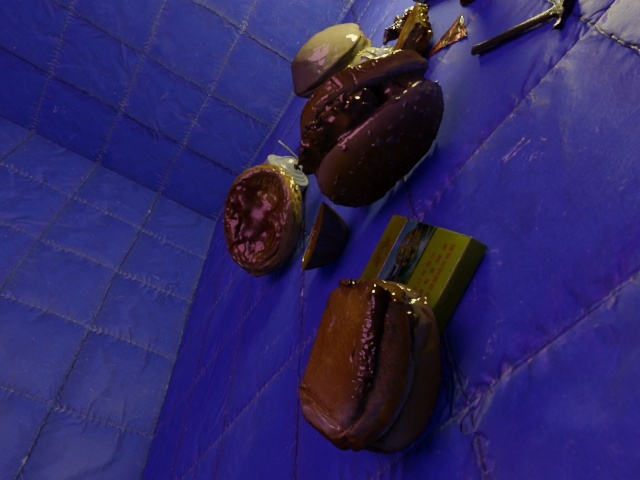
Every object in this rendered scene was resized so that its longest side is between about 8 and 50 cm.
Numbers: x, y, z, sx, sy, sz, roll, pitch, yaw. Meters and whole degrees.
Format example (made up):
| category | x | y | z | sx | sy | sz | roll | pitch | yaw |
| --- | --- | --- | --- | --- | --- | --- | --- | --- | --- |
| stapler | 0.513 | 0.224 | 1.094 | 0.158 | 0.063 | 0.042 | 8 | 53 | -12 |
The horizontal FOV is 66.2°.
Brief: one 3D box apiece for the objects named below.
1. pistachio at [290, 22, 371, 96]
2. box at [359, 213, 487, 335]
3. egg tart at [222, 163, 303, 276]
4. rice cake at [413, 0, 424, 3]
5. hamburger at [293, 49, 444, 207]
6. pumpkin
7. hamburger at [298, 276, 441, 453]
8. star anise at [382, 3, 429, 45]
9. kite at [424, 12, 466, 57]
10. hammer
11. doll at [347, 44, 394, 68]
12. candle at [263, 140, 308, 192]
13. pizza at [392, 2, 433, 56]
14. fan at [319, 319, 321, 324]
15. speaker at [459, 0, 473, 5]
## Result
| category | x | y | z | sx | sy | sz | roll | pitch | yaw |
| --- | --- | --- | --- | --- | --- | --- | --- | --- | --- |
| pistachio | 0.042 | -0.814 | 2.263 | 0.445 | 0.281 | 0.365 | -19 | 37 | 45 |
| box | 0.191 | 0.054 | 1.015 | 0.187 | 0.047 | 0.335 | -63 | 18 | 2 |
| egg tart | -0.207 | -0.076 | 1.915 | 0.443 | 0.178 | 0.443 | -3 | 86 | 41 |
| rice cake | 0.411 | -0.886 | 1.684 | 0.073 | 0.056 | 0.365 | -56 | 19 | 4 |
| hamburger | 0.087 | -0.264 | 1.257 | 0.445 | 0.287 | 0.268 | -45 | 62 | 41 |
| pumpkin | 0.018 | 0.000 | 1.471 | 0.217 | 0.110 | 0.217 | -164 | 90 | -77 |
| hamburger | 0.080 | 0.206 | 0.861 | 0.304 | 0.174 | 0.284 | -178 | 99 | -68 |
| star anise | 0.311 | -0.798 | 1.777 | 0.172 | 0.063 | 0.208 | -24 | 24 | 42 |
| kite | 0.392 | -0.622 | 1.455 | 0.125 | 0.008 | 0.222 | -64 | 19 | -4 |
| hammer | 0.440 | -0.473 | 1.104 | 0.125 | 0.027 | 0.297 | -66 | 19 | -8 |
| doll | 0.201 | -0.681 | 1.863 | 0.141 | 0.117 | 0.296 | -48 | 17 | -11 |
| candle | -0.184 | -0.233 | 2.117 | 0.342 | 0.221 | 0.221 | -50 | 22 | 25 |
| pizza | 0.285 | -0.634 | 1.639 | 0.258 | 0.087 | 0.268 | -56 | 15 | 40 |
| fan | 0.054 | 0.195 | 1.240 | 0.152 | 0.008 | 0.226 | -61 | 18 | 5 |
| speaker | 0.379 | -0.859 | 1.355 | 0.259 | 0.329 | 0.198 | -23 | 43 | 52 |
